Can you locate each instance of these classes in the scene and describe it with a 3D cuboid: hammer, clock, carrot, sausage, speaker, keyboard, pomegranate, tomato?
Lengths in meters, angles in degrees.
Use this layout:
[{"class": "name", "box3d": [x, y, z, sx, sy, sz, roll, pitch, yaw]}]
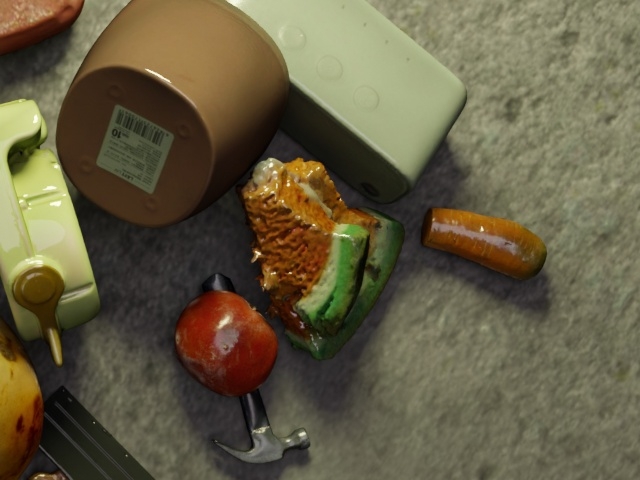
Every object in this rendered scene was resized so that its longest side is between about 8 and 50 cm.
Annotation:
[{"class": "hammer", "box3d": [-0.122, 0.190, 1.786, 0.137, 0.037, 0.290, -17, 89, -14]}, {"class": "clock", "box3d": [-0.385, -0.003, 1.627, 0.117, 0.286, 0.349, -17, 91, -14]}, {"class": "carrot", "box3d": [0.253, -0.001, 1.859, 0.193, 0.087, 0.087, 22, 81, -7]}, {"class": "sausage", "box3d": [-0.447, -0.338, 1.718, 0.254, 0.148, 0.148, -27, 91, -11]}, {"class": "speaker", "box3d": [0.012, -0.253, 1.787, 0.406, 0.183, 0.184, 39, 73, -5]}, {"class": "keyboard", "box3d": [-0.264, 0.371, 1.729, 0.381, 0.041, 0.103, 43, 53, 1]}, {"class": "pomegranate", "box3d": [-0.525, 0.227, 1.574, 0.319, 0.319, 0.319, 1, 84, -12]}, {"class": "tomato", "box3d": [-0.129, 0.147, 1.722, 0.139, 0.091, 0.159, -45, 98, -13]}]

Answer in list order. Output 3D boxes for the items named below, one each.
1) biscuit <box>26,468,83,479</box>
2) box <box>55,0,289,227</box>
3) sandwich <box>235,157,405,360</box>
[{"class": "biscuit", "box3d": [-0.433, 0.442, 1.669, 0.295, 0.044, 0.186, -41, 97, -27]}, {"class": "box", "box3d": [-0.209, -0.173, 1.640, 0.301, 0.301, 0.216, 39, 34, -6]}, {"class": "sandwich", "box3d": [0.000, 0.000, 1.724, 0.301, 0.162, 0.250, 48, 69, -29]}]
